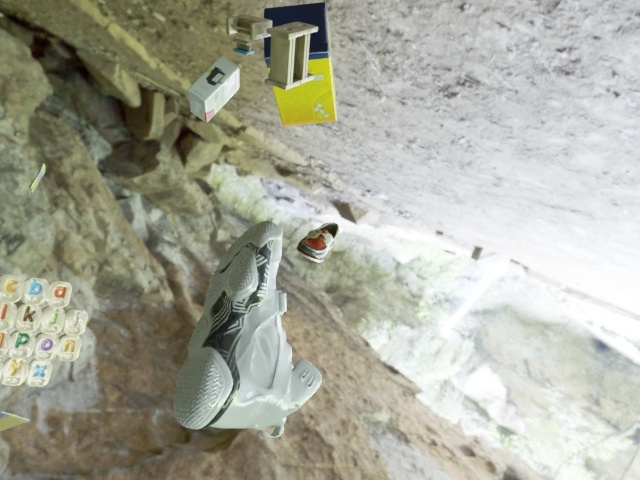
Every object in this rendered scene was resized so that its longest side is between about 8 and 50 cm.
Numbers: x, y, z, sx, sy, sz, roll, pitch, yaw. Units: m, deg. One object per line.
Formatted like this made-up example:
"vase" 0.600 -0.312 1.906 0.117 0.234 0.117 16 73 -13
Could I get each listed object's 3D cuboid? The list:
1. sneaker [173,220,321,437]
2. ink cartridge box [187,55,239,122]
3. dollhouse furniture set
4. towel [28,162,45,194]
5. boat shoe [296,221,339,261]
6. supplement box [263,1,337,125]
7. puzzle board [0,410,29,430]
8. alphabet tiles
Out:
"sneaker" -0.099 0.161 0.928 0.210 0.366 0.137 29 159 -32
"ink cartridge box" -0.344 -0.490 1.716 0.072 0.175 0.127 35 159 4
"dollhouse furniture set" -0.118 -0.468 1.294 0.184 0.129 0.129 24 -143 24
"towel" -0.783 -0.169 1.460 0.009 0.083 0.060 24 154 -18
"boat shoe" 0.000 0.000 0.856 0.049 0.043 0.137 34 -162 8
"supplement box" -0.056 -0.555 1.710 0.195 0.194 0.356 -4 159 4
"puzzle board" -0.961 0.541 1.590 0.096 0.128 0.011 48 -154 -46
"alphabet tiles" -0.752 0.230 1.342 0.284 0.278 0.021 14 177 -37
